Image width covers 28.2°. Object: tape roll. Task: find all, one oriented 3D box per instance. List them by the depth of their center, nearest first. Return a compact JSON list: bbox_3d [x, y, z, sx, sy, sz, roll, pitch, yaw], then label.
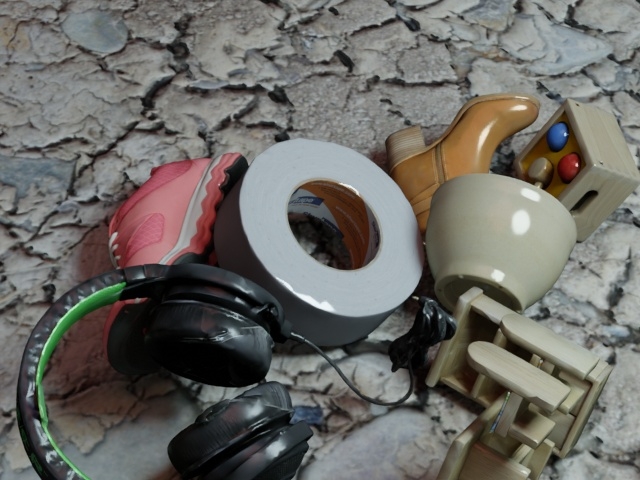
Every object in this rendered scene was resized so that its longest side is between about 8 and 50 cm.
[{"bbox_3d":[0.000,0.000,1.359,0.219,0.072,0.219,15,54,-22],"label":"tape roll"}]

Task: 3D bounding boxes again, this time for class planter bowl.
[{"bbox_3d":[0.180,0.021,1.353,0.162,0.162,0.109,16,58,12],"label":"planter bowl"}]

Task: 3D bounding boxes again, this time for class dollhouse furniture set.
[{"bbox_3d":[0.148,0.159,1.196,0.161,0.212,0.242,29,28,20],"label":"dollhouse furniture set"}]

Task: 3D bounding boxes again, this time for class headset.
[{"bbox_3d":[-0.076,0.124,1.175,0.394,0.185,0.243,-6,68,-22],"label":"headset"}]

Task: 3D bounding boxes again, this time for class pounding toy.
[{"bbox_3d":[0.273,-0.066,1.452,0.100,0.141,0.130,15,43,-27],"label":"pounding toy"}]

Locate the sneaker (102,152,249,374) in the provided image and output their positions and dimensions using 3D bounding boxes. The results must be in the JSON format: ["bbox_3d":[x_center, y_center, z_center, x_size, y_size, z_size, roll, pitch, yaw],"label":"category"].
[{"bbox_3d":[-0.179,0.024,1.386,0.136,0.116,0.314,4,43,21],"label":"sneaker"}]

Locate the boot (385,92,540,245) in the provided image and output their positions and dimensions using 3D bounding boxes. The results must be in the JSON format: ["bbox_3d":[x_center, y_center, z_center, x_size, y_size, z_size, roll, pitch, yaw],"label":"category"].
[{"bbox_3d":[0.179,-0.080,1.481,0.197,0.073,0.152,-21,55,10],"label":"boot"}]
